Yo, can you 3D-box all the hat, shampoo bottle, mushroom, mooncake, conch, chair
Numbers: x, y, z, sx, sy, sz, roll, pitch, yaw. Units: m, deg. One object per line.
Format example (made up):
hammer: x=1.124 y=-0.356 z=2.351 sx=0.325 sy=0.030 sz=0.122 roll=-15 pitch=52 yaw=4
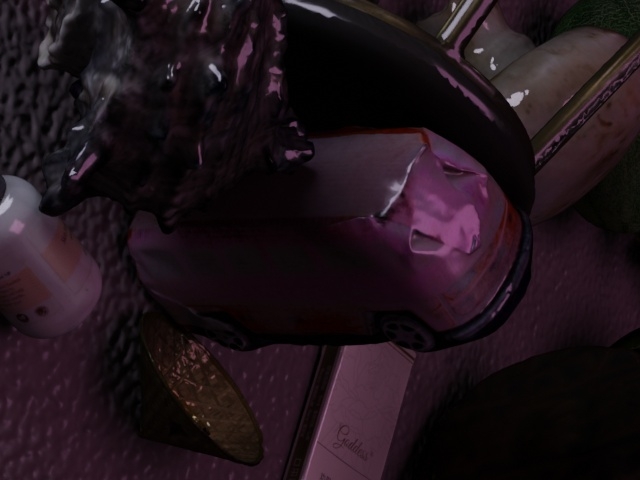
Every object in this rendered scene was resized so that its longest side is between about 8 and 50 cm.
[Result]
hat: x=-0.114 y=0.130 z=1.221 sx=0.146 sy=0.067 sz=0.146 roll=49 pitch=11 yaw=-13
shampoo bottle: x=-0.222 y=-0.017 z=1.065 sx=0.192 sy=0.074 sz=0.074 roll=56 pitch=47 yaw=-34
mushroom: x=0.186 y=-0.135 z=1.541 sx=0.243 sy=0.243 sz=0.243 roll=4 pitch=85 yaw=-53
mooncake: x=0.240 y=0.231 z=1.498 sx=0.290 sy=0.290 sz=0.161 roll=-53 pitch=127 yaw=-40
conch: x=-0.112 y=-0.127 z=1.046 sx=0.313 sy=0.186 sz=0.240 roll=88 pitch=-11 yaw=-70
chair: x=0.106 y=-0.240 z=1.281 sx=0.410 sy=0.362 sz=0.364 roll=-61 pitch=152 yaw=-20

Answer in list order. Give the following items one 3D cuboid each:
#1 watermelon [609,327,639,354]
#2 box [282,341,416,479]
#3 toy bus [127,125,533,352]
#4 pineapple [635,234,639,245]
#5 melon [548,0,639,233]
watermelon: x=0.411 y=0.222 z=1.735 sx=0.285 sy=0.285 sz=0.285 roll=4 pitch=85 yaw=-53
box: x=0.025 y=0.166 z=1.426 sx=0.109 sy=0.029 sz=0.198 roll=42 pitch=57 yaw=-44
toy bus: x=0.000 y=0.000 z=1.178 sx=0.147 sy=0.303 sz=0.127 roll=51 pitch=53 yaw=-34
pineapple: x=0.430 y=-0.087 z=1.835 sx=0.114 sy=0.186 sz=0.236 roll=2 pitch=59 yaw=-41
melon: x=0.329 y=-0.149 z=1.728 sx=0.182 sy=0.182 sz=0.287 roll=-15 pitch=97 yaw=-53
